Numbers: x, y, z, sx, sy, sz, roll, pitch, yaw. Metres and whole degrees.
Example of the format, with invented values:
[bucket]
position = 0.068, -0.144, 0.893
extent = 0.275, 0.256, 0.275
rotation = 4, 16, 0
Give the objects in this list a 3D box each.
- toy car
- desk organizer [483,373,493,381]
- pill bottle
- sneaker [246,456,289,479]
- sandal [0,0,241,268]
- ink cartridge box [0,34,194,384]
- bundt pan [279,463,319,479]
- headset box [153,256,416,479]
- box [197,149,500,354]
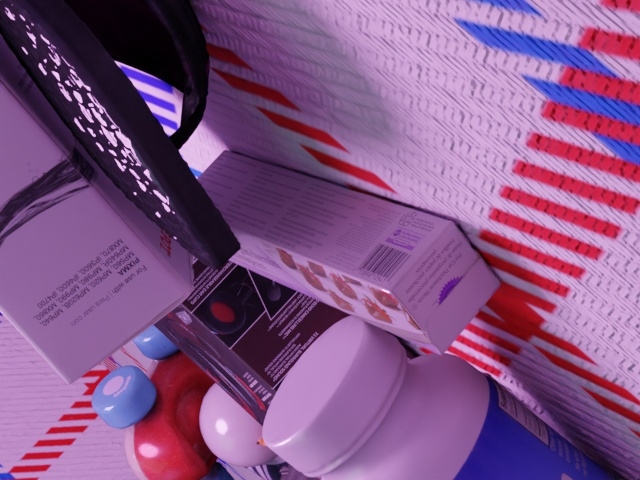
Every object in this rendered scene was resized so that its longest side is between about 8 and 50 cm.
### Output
[toy car]
position = -0.101, 0.196, 1.781
extent = 0.238, 0.210, 0.219
rotation = -11, 127, 35
[desk organizer]
position = 0.145, 0.164, 1.164
extent = 0.130, 0.050, 0.047
rotation = 46, 166, -13
[pill bottle]
position = 0.097, 0.176, 1.054
extent = 0.272, 0.152, 0.152
rotation = 38, 168, -16
[sneaker]
position = -0.026, 0.304, 1.983
extent = 0.153, 0.099, 0.282
rotation = 46, 163, -6
[sandal]
position = -0.170, -0.177, 0.970
extent = 0.446, 0.107, 0.167
rotation = 52, 171, 18
[ink cartridge box]
position = -0.220, -0.054, 1.082
extent = 0.273, 0.114, 0.197
rotation = 49, -174, -15
[bundt pan]
position = 0.062, 0.397, 1.763
extent = 0.331, 0.124, 0.331
rotation = 26, 147, 19
[headset box]
position = -0.017, 0.109, 1.332
extent = 0.293, 0.110, 0.218
rotation = 43, 166, 0
[box]
position = 0.000, 0.000, 1.053
extent = 0.063, 0.067, 0.324
rotation = 51, 164, -28
